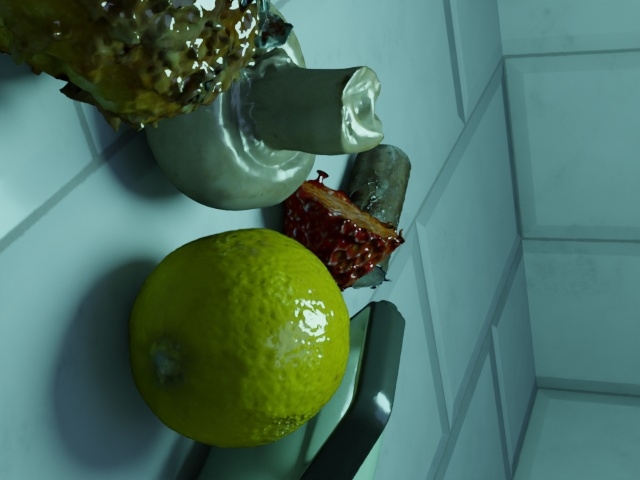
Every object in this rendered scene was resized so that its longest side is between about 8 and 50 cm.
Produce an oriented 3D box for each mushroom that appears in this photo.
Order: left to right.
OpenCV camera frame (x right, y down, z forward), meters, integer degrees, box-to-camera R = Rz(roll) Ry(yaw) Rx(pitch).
[{"bbox_3d":[-0.062,-0.181,1.200,0.292,0.290,0.293,12,76,-59],"label":"mushroom"}]

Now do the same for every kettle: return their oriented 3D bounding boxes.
[{"bbox_3d":[-0.014,0.285,1.327,0.361,0.250,0.377,-53,-168,46],"label":"kettle"}]

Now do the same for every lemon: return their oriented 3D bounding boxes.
[{"bbox_3d":[-0.099,0.119,1.176,0.293,0.293,0.293,2,90,-66],"label":"lemon"}]

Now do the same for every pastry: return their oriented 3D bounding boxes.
[{"bbox_3d":[-0.186,-0.291,0.929,0.337,0.292,0.405,79,16,-48],"label":"pastry"}]

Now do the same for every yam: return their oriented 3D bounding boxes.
[{"bbox_3d":[0.090,-0.041,1.781,0.131,0.131,0.280,63,36,-48],"label":"yam"}]

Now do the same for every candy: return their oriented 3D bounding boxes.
[{"bbox_3d":[-0.132,-0.319,1.125,0.086,0.292,0.059,-36,156,-21],"label":"candy"}]

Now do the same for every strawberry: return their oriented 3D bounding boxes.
[{"bbox_3d":[0.000,0.000,1.564,0.178,0.234,0.234,-59,159,11],"label":"strawberry"}]
